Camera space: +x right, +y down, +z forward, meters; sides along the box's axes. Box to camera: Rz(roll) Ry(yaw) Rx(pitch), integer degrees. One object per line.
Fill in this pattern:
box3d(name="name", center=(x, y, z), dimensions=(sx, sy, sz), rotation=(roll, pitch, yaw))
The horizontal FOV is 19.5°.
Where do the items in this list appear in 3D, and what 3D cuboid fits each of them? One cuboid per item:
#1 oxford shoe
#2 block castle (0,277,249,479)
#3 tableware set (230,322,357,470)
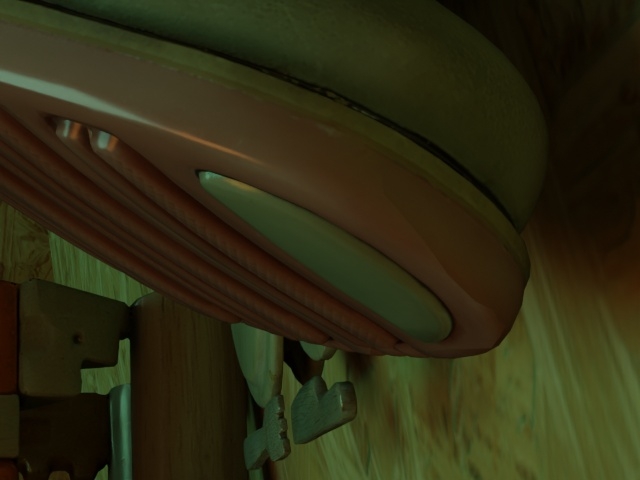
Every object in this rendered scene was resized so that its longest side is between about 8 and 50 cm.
box3d(name="oxford shoe", center=(-0.067, -0.090, 0.466), dimensions=(0.140, 0.146, 0.397), rotation=(40, 174, -40))
box3d(name="block castle", center=(-0.253, 0.154, 0.899), dimensions=(0.303, 0.453, 0.213), rotation=(124, 145, -71))
box3d(name="tableware set", center=(0.000, 0.000, 0.576), dimensions=(0.194, 0.039, 0.128), rotation=(130, 134, -75))
